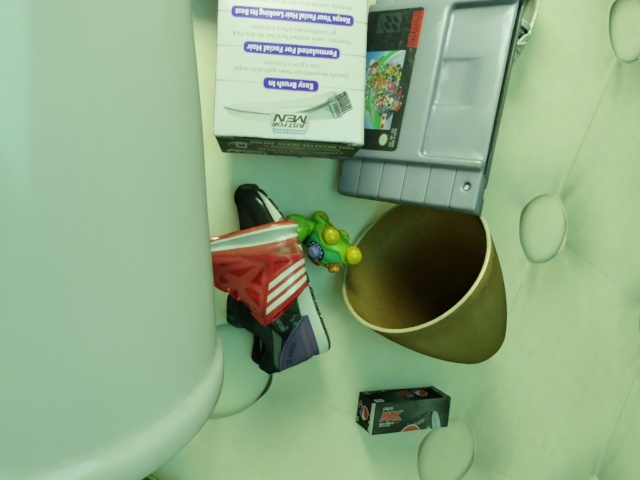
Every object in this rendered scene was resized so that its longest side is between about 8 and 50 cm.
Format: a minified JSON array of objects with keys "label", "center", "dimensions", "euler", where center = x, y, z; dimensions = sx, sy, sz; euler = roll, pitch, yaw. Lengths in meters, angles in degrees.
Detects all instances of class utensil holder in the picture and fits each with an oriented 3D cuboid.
[{"label":"utensil holder","center":[-0.258,-0.028,0.421],"dimensions":[0.327,0.327,0.386],"euler":[-10,113,-26]}]

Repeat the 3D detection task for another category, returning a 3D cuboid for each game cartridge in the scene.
[{"label":"game cartridge","center":[0.155,-0.227,0.715],"dimensions":[0.068,0.230,0.356],"euler":[12,90,-62]}]

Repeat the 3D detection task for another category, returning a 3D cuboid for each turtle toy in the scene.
[{"label":"turtle toy","center":[0.000,0.000,0.738],"dimensions":[0.130,0.095,0.066],"euler":[40,99,-24]}]

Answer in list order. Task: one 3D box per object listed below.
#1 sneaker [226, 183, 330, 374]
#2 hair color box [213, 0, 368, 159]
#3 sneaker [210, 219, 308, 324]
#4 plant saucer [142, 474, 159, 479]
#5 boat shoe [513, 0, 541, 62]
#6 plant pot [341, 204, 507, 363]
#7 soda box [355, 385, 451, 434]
[{"label":"sneaker","center":[-0.085,0.065,0.691],"dimensions":[0.124,0.107,0.284],"euler":[-24,106,-16]},{"label":"hair color box","center":[-0.036,-0.285,0.631],"dimensions":[0.185,0.110,0.339],"euler":[3,87,-7]},{"label":"sneaker","center":[-0.120,0.057,0.621],"dimensions":[0.221,0.087,0.128],"euler":[-14,92,20]},{"label":"plant saucer","center":[-0.279,0.402,0.658],"dimensions":[0.188,0.045,0.188],"euler":[-47,113,-15]},{"label":"boat shoe","center":[0.329,-0.365,0.859],"dimensions":[0.096,0.088,0.268],"euler":[30,82,-26]},{"label":"plant pot","center":[0.202,0.094,0.785],"dimensions":[0.254,0.237,0.237],"euler":[43,76,-37]},{"label":"soda box","center":[0.149,0.300,0.858],"dimensions":[0.168,0.053,0.060],"euler":[5,93,-27]}]
